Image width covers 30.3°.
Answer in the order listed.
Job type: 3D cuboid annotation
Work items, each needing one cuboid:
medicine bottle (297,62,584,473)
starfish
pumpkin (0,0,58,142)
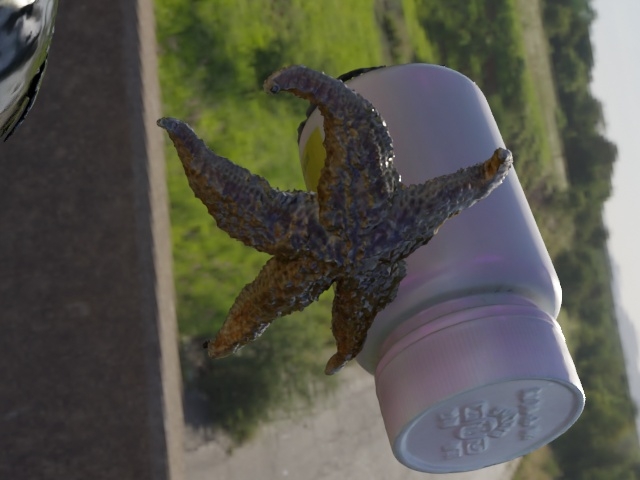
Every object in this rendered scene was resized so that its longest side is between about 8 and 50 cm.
[{"bbox_3d":[0.114,0.019,1.176,0.213,0.214,0.378,61,11,-54],"label":"medicine bottle"},{"bbox_3d":[0.001,0.003,0.932,0.060,0.299,0.302,-117,-144,-46],"label":"starfish"},{"bbox_3d":[-0.350,-0.231,0.768,0.344,0.454,0.454,-9,89,-34],"label":"pumpkin"}]
